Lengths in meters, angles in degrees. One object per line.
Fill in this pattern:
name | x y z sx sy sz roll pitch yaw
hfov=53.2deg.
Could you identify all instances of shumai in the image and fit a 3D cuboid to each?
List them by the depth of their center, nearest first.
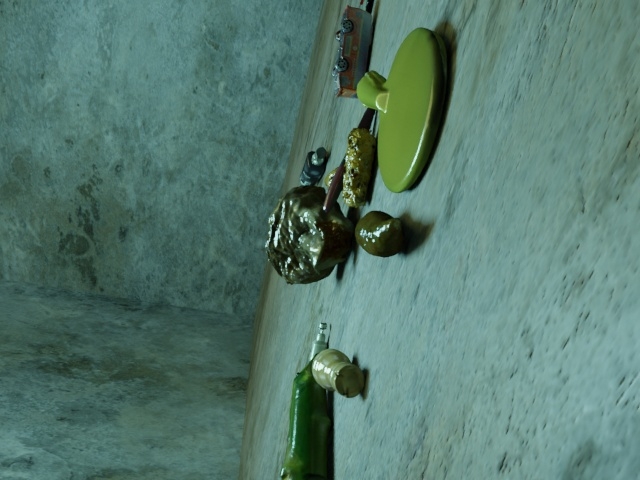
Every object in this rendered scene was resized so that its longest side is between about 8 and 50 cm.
shumai | 0.000 0.000 1.243 0.175 0.166 0.206 17 122 50

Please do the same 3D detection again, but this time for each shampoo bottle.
shampoo bottle | -0.006 0.236 1.293 0.049 0.034 0.141 160 120 -89
shampoo bottle | -0.018 -0.209 1.824 0.208 0.057 0.064 123 156 -71

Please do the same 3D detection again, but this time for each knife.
knife | 0.061 -0.162 1.191 0.018 0.035 0.248 17 79 44

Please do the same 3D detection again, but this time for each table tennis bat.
table tennis bat | 0.113 -0.199 0.945 0.369 0.054 0.224 -115 34 -69

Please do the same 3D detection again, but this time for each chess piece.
chess piece | 0.030 0.209 0.989 0.122 0.066 0.066 180 100 -76

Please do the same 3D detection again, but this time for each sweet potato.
sweet potato | 0.080 -0.009 0.895 0.274 0.067 0.067 152 128 -88

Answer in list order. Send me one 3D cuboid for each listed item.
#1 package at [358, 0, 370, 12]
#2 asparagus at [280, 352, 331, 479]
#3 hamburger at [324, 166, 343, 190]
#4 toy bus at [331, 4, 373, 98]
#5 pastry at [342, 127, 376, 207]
package | 0.078 -0.476 1.545 0.166 0.040 0.232 -109 31 -75
asparagus | -0.021 0.334 1.121 0.343 0.084 0.082 -91 -10 -45
hamburger | 0.045 -0.123 1.243 0.044 0.076 0.083 69 162 6
toy bus | 0.068 -0.407 1.391 0.065 0.076 0.193 154 123 -78
pastry | 0.069 -0.131 1.141 0.080 0.056 0.140 -84 -2 -81
